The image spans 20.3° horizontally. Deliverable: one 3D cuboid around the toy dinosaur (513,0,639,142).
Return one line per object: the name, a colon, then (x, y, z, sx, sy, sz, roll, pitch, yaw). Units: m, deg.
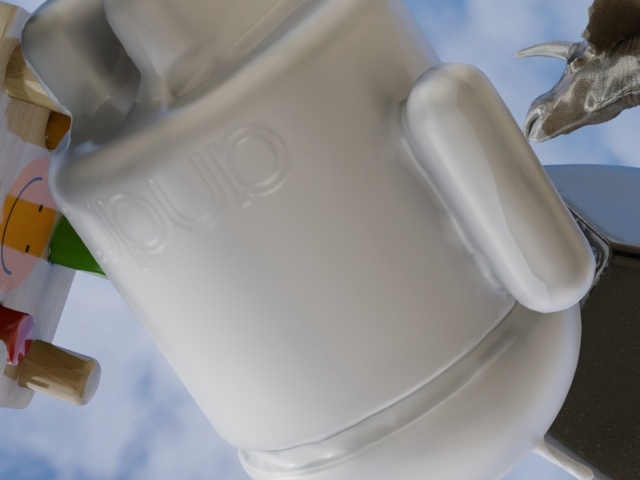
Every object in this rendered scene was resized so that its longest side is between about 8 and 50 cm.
toy dinosaur: (0.260, -0.097, 0.959, 0.314, 0.121, 0.160, -3, -143, 8)

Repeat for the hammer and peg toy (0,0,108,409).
hammer and peg toy: (-0.224, 0.038, 1.188, 0.127, 0.266, 0.361, 18, -94, 13)

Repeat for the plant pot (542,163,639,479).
plant pot: (0.191, 0.054, 1.170, 0.167, 0.187, 0.188, 18, -161, -31)

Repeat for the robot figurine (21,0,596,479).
robot figurine: (0.000, 0.000, 0.913, 0.200, 0.300, 0.353, -46, -70, -35)
